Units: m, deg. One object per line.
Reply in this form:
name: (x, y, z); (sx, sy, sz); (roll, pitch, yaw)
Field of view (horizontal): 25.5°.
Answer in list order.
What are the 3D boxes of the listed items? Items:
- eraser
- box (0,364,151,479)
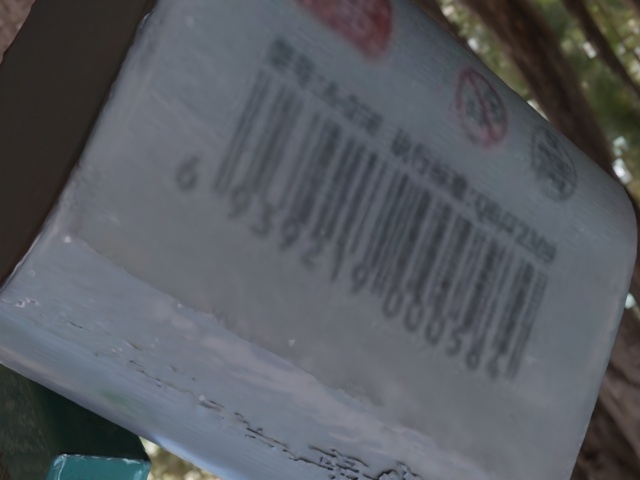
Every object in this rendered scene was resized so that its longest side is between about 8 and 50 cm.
eraser: (0.000, 0.000, 0.466); (0.081, 0.227, 0.174); (5, -114, 49)
box: (-0.136, 0.139, 0.573); (0.162, 0.041, 0.229); (49, -55, 56)
